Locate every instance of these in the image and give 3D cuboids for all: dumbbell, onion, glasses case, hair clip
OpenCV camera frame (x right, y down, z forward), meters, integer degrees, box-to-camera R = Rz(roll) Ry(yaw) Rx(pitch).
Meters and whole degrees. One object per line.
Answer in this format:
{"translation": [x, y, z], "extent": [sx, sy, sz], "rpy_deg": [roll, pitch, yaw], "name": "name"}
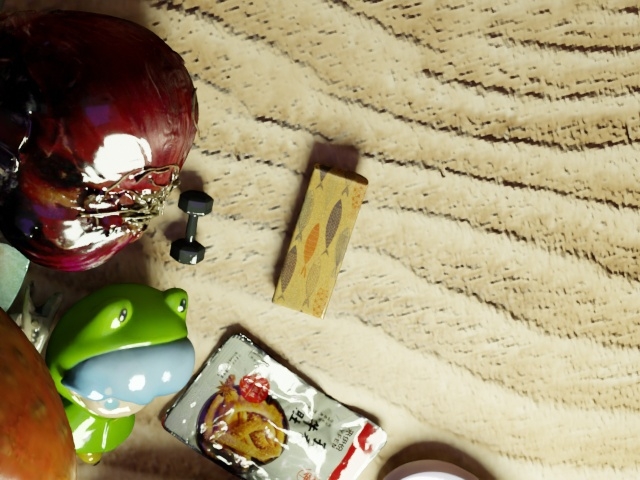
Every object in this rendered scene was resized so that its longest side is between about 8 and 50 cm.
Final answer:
{"translation": [-0.144, -0.015, 1.532], "extent": [0.036, 0.040, 0.083], "rpy_deg": [-4, 114, -38], "name": "dumbbell"}
{"translation": [-0.246, -0.100, 1.404], "extent": [0.281, 0.221, 0.280], "rpy_deg": [8, 111, 23], "name": "onion"}
{"translation": [0.000, 0.000, 1.550], "extent": [0.065, 0.041, 0.169], "rpy_deg": [18, 108, 1], "name": "glasses case"}
{"translation": [-0.343, 0.147, 1.561], "extent": [0.056, 0.062, 0.213], "rpy_deg": [17, 106, 1], "name": "hair clip"}

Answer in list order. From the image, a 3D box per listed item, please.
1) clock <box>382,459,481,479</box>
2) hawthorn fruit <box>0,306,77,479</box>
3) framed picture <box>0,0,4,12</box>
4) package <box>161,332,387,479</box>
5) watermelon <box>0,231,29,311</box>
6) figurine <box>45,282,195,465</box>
{"translation": [0.153, 0.354, 1.678], "extent": [0.172, 0.064, 0.198], "rpy_deg": [-9, 110, -2], "name": "clock"}
{"translation": [-0.410, 0.233, 1.344], "extent": [0.403, 0.403, 0.402], "rpy_deg": [-2, 110, -5], "name": "hawthorn fruit"}
{"translation": [-0.409, -0.321, 1.409], "extent": [0.197, 0.014, 0.252], "rpy_deg": [17, 107, -11], "name": "framed picture"}
{"translation": [-0.052, 0.226, 1.631], "extent": [0.239, 0.030, 0.154], "rpy_deg": [35, 101, -15], "name": "package"}
{"translation": [-0.442, 0.002, 1.495], "extent": [0.241, 0.094, 0.154], "rpy_deg": [26, 115, -12], "name": "watermelon"}
{"translation": [-0.240, 0.154, 1.530], "extent": [0.162, 0.143, 0.263], "rpy_deg": [-2, 136, -42], "name": "figurine"}
